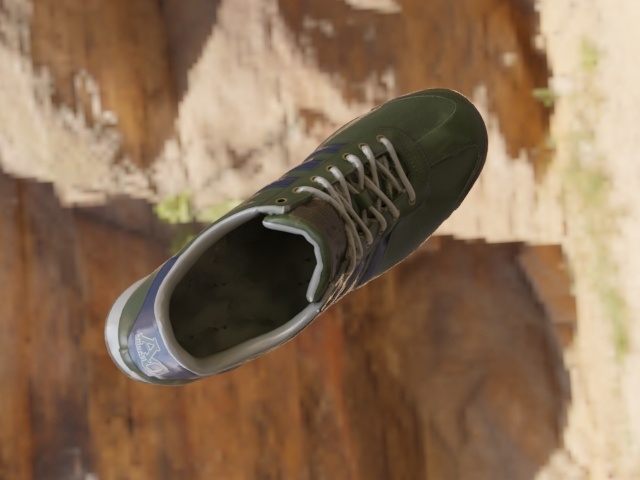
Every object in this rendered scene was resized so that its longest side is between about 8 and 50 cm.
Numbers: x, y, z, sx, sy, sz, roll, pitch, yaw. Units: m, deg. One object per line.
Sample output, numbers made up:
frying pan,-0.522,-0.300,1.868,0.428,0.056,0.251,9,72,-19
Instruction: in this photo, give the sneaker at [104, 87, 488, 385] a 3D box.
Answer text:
sneaker,0.000,0.000,0.719,0.064,0.192,0.086,57,169,-6
